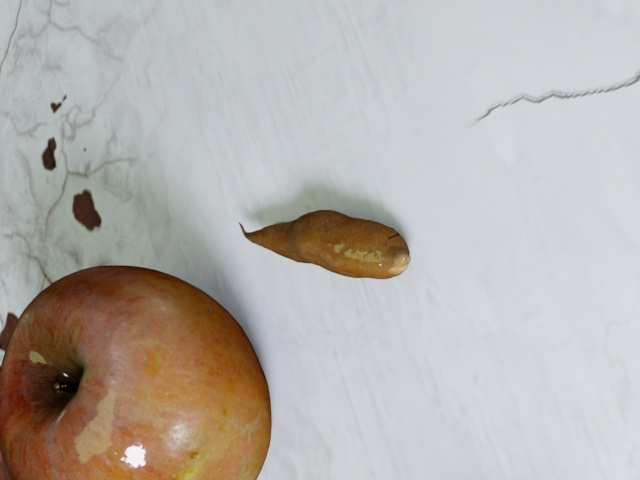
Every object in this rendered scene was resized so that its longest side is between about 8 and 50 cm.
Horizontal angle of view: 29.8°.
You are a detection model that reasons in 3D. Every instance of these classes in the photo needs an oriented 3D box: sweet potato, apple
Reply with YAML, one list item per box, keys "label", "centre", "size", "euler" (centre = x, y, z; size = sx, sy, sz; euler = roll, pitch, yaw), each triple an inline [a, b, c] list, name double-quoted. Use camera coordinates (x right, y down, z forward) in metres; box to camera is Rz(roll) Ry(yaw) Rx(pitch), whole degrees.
- label: "sweet potato"
  centre: [0.000, 0.000, 1.030]
  size: [0.195, 0.056, 0.056]
  euler: [9, 97, 43]
- label: "apple"
  centre: [-0.160, 0.146, 1.067]
  size: [0.253, 0.253, 0.254]
  euler: [1, 92, 39]
